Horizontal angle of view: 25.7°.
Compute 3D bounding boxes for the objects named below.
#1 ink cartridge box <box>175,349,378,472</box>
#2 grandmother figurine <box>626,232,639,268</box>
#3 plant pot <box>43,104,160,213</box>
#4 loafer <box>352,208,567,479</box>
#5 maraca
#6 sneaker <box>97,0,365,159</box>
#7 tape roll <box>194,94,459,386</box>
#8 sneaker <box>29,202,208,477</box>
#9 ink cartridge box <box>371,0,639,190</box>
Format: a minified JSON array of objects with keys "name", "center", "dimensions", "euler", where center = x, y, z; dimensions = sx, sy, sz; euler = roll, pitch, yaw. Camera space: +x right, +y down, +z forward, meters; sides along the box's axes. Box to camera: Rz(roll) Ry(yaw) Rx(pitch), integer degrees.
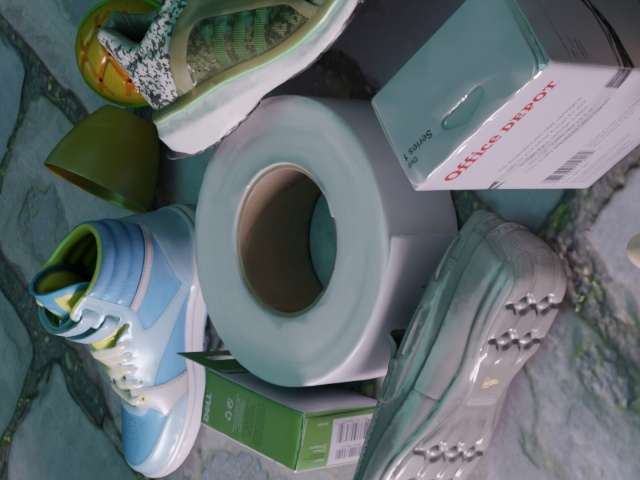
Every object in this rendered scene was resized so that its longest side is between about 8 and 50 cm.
[{"name":"ink cartridge box","center":[-0.048,0.168,1.420],"dimensions":[0.209,0.109,0.062],"euler":[18,103,46]},{"name":"grandmother figurine","center":[0.324,0.006,1.004],"dimensions":[0.208,0.104,0.342],"euler":[-11,87,34]},{"name":"plant pot","center":[-0.239,-0.100,1.623],"dimensions":[0.134,0.134,0.095],"euler":[16,77,46]},{"name":"loafer","center":[0.108,0.122,1.258],"dimensions":[0.111,0.112,0.319],"euler":[46,115,42]},{"name":"maraca","center":[-0.197,-0.214,1.586],"dimensions":[0.186,0.099,0.127],"euler":[4,104,23]},{"name":"sneaker","center":[-0.074,-0.235,1.278],"dimensions":[0.182,0.158,0.410],"euler":[40,130,-15]},{"name":"tape roll","center":[0.000,0.000,1.370],"dimensions":[0.286,0.100,0.286],"euler":[1,91,47]},{"name":"sneaker","center":[-0.233,0.116,1.547],"dimensions":[0.127,0.208,0.319],"euler":[13,101,45]},{"name":"ink cartridge box","center":[0.174,-0.117,1.089],"dimensions":[0.160,0.219,0.092],"euler":[-44,60,38]}]
